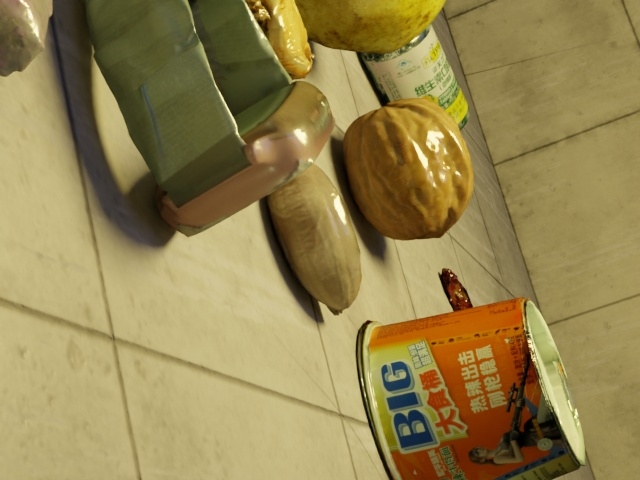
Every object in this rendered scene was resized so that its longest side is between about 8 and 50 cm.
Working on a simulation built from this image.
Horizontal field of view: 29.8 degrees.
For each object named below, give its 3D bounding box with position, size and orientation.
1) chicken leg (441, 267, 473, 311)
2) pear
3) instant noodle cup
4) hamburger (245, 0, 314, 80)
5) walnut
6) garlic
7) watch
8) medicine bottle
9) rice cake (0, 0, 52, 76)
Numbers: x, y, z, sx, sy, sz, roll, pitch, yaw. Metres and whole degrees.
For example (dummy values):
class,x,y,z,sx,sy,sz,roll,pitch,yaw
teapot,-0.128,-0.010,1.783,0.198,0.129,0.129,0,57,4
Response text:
class,x,y,z,sx,sy,sz,roll,pitch,yaw
chicken leg,0.253,0.105,2.198,0.145,0.037,0.062,59,5,-29
pear,0.059,-0.412,1.721,0.304,0.304,0.304,-20,90,-75
instant noodle cup,0.202,0.208,1.546,0.296,0.214,0.296,-20,90,-74
hamburger,-0.064,-0.261,1.487,0.138,0.083,0.147,-100,163,-45
walnut,0.133,-0.101,1.762,0.213,0.213,0.213,-20,90,-75
garlic,-0.003,-0.006,1.372,0.101,0.087,0.195,-73,139,-85
watch,-0.111,-0.160,1.091,0.241,0.162,0.253,58,17,-14
medicine bottle,0.160,-0.321,2.210,0.293,0.141,0.141,59,19,-31
rice cake,-0.237,-0.263,0.951,0.072,0.056,0.365,57,20,-44
